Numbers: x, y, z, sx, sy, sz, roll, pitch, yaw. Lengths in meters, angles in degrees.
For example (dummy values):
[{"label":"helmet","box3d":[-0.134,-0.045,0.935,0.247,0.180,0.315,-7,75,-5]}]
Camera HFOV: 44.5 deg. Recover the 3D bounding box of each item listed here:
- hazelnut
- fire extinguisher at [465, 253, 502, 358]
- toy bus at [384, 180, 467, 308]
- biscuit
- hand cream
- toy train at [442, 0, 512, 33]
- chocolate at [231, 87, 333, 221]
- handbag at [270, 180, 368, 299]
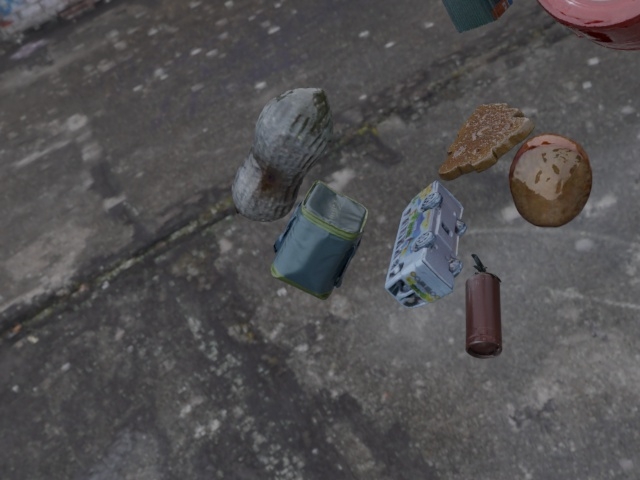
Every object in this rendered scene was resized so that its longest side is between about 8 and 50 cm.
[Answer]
[{"label":"hazelnut","box3d":[0.503,-0.134,1.715,0.176,0.214,0.214,5,38,15]},{"label":"fire extinguisher","box3d":[0.425,0.168,2.050,0.104,0.105,0.269,-12,51,26]},{"label":"toy bus","box3d":[0.221,0.008,1.637,0.136,0.109,0.330,-36,18,31]},{"label":"biscuit","box3d":[0.441,-0.277,2.065,0.278,0.043,0.301,-28,28,32]},{"label":"hand cream","box3d":[0.377,-0.354,0.960,0.230,0.230,0.149,-4,-2,35]},{"label":"toy train","box3d":[0.167,-0.519,1.208,0.086,0.409,0.089,-6,36,48]},{"label":"chocolate","box3d":[-0.059,-0.120,1.139,0.248,0.110,0.110,-62,3,40]},{"label":"handbag","box3d":[0.000,0.000,2.212,0.241,0.222,0.263,-61,0,27]}]
